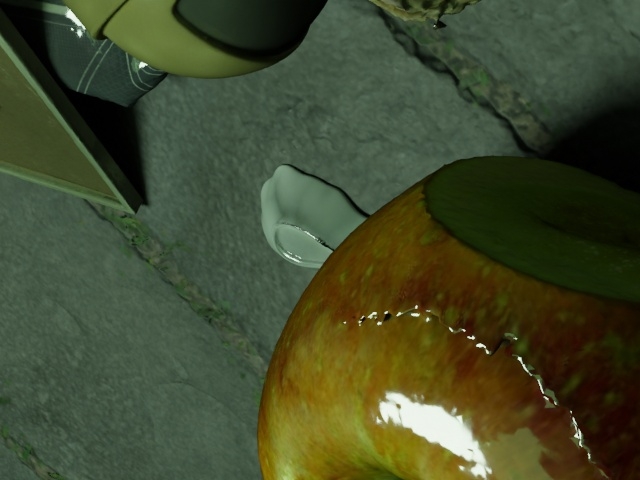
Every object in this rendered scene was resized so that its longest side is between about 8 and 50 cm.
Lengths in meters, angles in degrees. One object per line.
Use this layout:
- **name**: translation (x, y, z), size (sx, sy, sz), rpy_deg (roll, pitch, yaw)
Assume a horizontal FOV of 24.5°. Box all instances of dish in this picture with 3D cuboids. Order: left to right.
- **dish**: translation (0.000, 0.000, 1.206), size (0.137, 0.039, 0.091), rpy_deg (25, 134, 21)

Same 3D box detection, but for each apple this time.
- **apple**: translation (0.157, 0.109, 0.962), size (0.374, 0.374, 0.384), rpy_deg (50, 142, -7)

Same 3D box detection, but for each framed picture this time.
- **framed picture**: translation (-0.305, -0.136, 1.238), size (0.240, 0.020, 0.324), rpy_deg (17, 157, 27)

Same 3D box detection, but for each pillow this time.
- **pillow**: translation (-0.237, -0.202, 1.185), size (0.335, 0.092, 0.161), rpy_deg (19, 134, 23)

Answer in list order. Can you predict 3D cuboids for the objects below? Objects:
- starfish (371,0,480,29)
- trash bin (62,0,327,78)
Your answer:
- **starfish**: translation (0.211, -0.235, 0.713), size (0.432, 0.324, 0.082), rpy_deg (-32, 74, 55)
- **trash bin**: translation (-0.113, -0.262, 0.969), size (0.214, 0.214, 0.334), rpy_deg (-32, 92, 46)
